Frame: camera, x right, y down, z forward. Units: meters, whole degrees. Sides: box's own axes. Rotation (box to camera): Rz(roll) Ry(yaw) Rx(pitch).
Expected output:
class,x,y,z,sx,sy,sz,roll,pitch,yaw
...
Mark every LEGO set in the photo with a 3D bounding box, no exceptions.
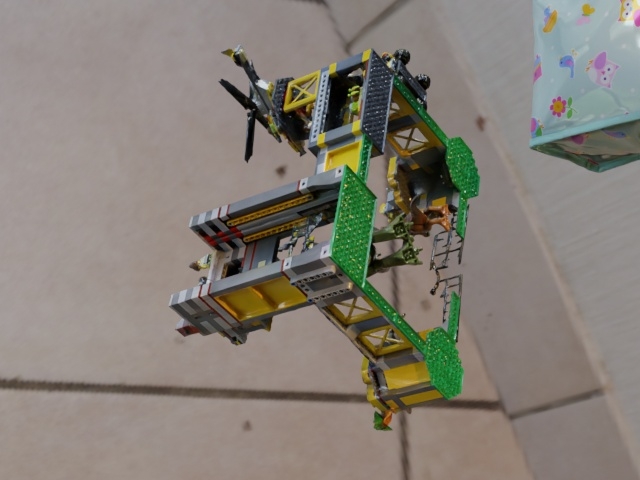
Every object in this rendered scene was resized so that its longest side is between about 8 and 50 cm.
class,x,y,z,sx,sy,sz,roll,pitch,yaw
LEGO set,0.000,0.000,1.254,0.255,0.192,0.331,38,45,-43

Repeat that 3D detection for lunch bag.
class,x,y,z,sx,sy,sz,roll,pitch,yaw
lunch bag,0.374,-0.214,1.607,0.160,0.262,0.223,15,70,-39
